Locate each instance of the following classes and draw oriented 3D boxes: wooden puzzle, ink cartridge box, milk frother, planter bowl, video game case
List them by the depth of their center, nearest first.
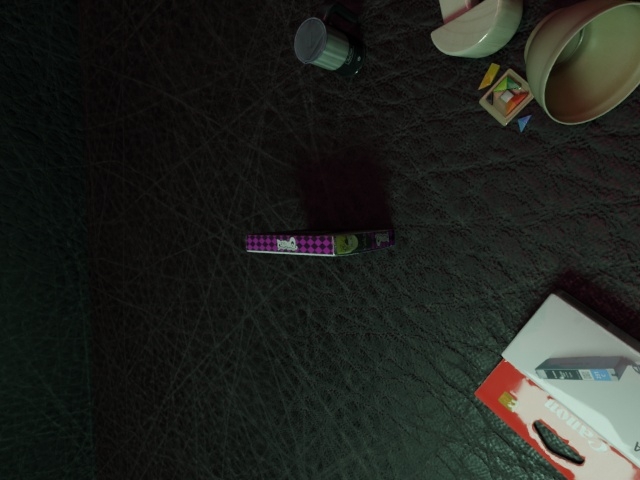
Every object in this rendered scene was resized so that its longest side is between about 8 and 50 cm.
[{"bbox_3d":[0.364,-0.265,0.609,0.162,0.162,0.109,-52,37,30],"label":"planter bowl"},{"bbox_3d":[0.417,0.267,0.662,0.296,0.066,0.261,41,117,30],"label":"ink cartridge box"},{"bbox_3d":[0.315,-0.244,0.728,0.116,0.014,0.078,47,122,26],"label":"wooden puzzle"},{"bbox_3d":[0.000,0.000,0.886,0.232,0.210,0.042,1,95,40],"label":"video game case"},{"bbox_3d":[0.000,-0.416,0.894,0.143,0.134,0.129,9,99,39],"label":"milk frother"}]

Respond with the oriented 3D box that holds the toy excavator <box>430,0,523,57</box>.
[{"bbox_3d":[0.259,-0.583,0.647,0.433,0.222,0.445,60,140,18],"label":"toy excavator"}]
